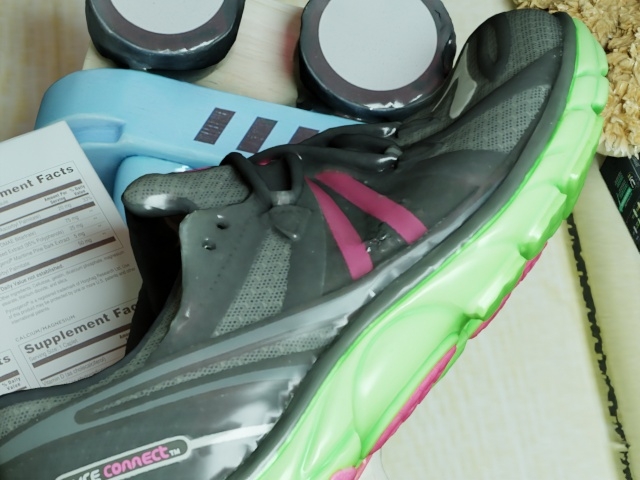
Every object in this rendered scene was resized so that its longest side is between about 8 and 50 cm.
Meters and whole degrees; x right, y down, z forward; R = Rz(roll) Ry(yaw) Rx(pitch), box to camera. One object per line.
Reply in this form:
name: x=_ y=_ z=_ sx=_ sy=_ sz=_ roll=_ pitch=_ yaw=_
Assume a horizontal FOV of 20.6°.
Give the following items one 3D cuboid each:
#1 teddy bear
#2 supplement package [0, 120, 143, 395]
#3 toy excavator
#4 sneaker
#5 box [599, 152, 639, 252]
teddy bear: x=0.263 y=-0.179 z=1.389 sx=0.338 sy=0.113 sz=0.245 roll=-29 pitch=34 yaw=-19
supplement package: x=-0.193 y=0.109 z=1.092 sx=0.198 sy=0.199 sz=0.263 roll=-23 pitch=66 yaw=-23
toy excavator: x=-0.003 y=0.058 z=1.188 sx=0.432 sy=0.222 sz=0.445 roll=14 pitch=71 yaw=-4
sneaker: x=0.000 y=0.000 z=0.979 sx=0.202 sy=0.185 sz=0.483 roll=39 pitch=55 yaw=6
box: x=0.265 y=-0.041 z=1.366 sx=0.062 sy=0.052 sz=0.083 roll=-12 pitch=61 yaw=-18
